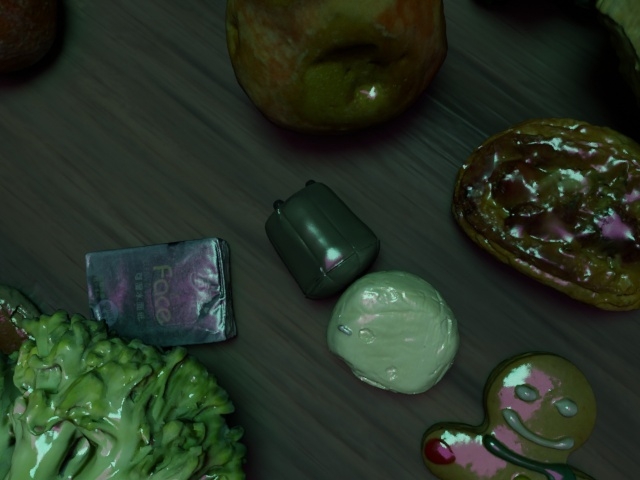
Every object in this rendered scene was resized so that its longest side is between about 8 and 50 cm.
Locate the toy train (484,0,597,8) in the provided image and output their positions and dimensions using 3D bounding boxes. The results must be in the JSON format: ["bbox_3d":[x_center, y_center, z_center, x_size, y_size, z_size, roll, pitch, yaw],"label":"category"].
[{"bbox_3d":[0.237,-0.358,0.465,0.188,0.159,0.272,-10,107,-6],"label":"toy train"}]

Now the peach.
[{"bbox_3d":[0.005,-0.208,0.470,0.214,0.235,0.215,-2,82,15],"label":"peach"}]

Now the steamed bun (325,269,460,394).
[{"bbox_3d":[0.073,0.085,0.510,0.129,0.091,0.113,24,99,-6],"label":"steamed bun"}]

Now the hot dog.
[{"bbox_3d":[0.243,-0.027,0.499,0.226,0.099,0.161,22,88,10],"label":"hot dog"}]

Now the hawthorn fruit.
[{"bbox_3d":[-0.375,-0.272,0.545,0.172,0.173,0.173,0,86,6],"label":"hawthorn fruit"}]

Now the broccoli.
[{"bbox_3d":[-0.224,0.196,0.450,0.287,0.246,0.248,-21,106,18],"label":"broccoli"}]

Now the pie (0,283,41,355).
[{"bbox_3d":[-0.404,0.142,0.585,0.194,0.046,0.196,0,88,6],"label":"pie"}]

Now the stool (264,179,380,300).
[{"bbox_3d":[0.000,0.000,0.526,0.096,0.096,0.110,-38,79,3],"label":"stool"}]

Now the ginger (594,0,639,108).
[{"bbox_3d":[0.336,-0.184,0.392,0.275,0.130,0.221,41,118,-21],"label":"ginger"}]

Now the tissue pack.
[{"bbox_3d":[-0.175,0.060,0.561,0.156,0.051,0.113,-7,85,6],"label":"tissue pack"}]

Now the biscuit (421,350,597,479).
[{"bbox_3d":[0.192,0.259,0.511,0.196,0.049,0.302,20,88,5],"label":"biscuit"}]
